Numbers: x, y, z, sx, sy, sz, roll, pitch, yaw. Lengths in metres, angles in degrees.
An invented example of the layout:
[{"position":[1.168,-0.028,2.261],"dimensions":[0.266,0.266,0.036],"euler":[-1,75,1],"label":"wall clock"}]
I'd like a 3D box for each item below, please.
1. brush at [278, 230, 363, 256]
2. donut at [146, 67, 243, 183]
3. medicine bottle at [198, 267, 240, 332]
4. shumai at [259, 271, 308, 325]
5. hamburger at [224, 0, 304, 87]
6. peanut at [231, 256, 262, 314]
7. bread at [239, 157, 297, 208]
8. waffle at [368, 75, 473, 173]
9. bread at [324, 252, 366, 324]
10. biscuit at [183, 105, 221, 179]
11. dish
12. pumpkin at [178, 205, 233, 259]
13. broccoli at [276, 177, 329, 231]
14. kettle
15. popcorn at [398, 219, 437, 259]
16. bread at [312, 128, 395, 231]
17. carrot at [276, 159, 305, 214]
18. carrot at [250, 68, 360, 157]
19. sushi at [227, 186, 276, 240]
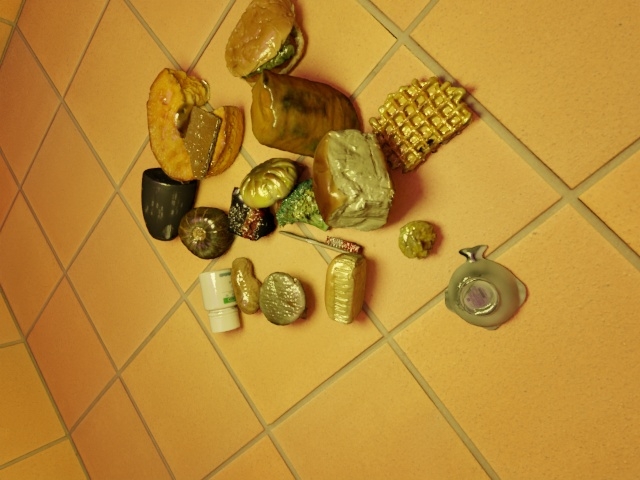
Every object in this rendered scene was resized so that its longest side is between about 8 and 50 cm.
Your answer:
[{"position":[0.000,0.000,1.382],"dimensions":[0.320,0.060,0.050],"euler":[16,89,27],"label":"brush"},{"position":[-0.496,-0.429,1.575],"dimensions":[0.435,0.163,0.378],"euler":[44,114,17],"label":"donut"},{"position":[-0.390,0.233,1.574],"dimensions":[0.139,0.139,0.237],"euler":[-14,87,30],"label":"medicine bottle"},{"position":[-0.114,0.201,1.425],"dimensions":[0.201,0.120,0.202],"euler":[4,99,27],"label":"shumai"},{"position":[-0.170,-0.670,1.369],"dimensions":[0.209,0.162,0.330],"euler":[44,108,21],"label":"hamburger"},{"position":[-0.282,0.171,1.533],"dimensions":[0.108,0.095,0.226],"euler":[-18,76,-9],"label":"peanut"},{"position":[-0.175,-0.200,1.331],"dimensions":[0.213,0.214,0.105],"euler":[-18,129,29],"label":"bread"},{"position":[0.288,-0.336,1.191],"dimensions":[0.309,0.065,0.284],"euler":[11,97,32],"label":"waffle"},{"position":[0.078,0.149,1.284],"dimensions":[0.106,0.140,0.237],"euler":[15,117,26],"label":"bread"},{"position":[-0.436,-0.348,1.445],"dimensions":[0.131,0.026,0.237],"euler":[30,110,22],"label":"biscuit"},{"position":[0.447,0.140,1.127],"dimensions":[0.224,0.078,0.246],"euler":[-15,86,31],"label":"dish"},{"position":[-0.448,-0.034,1.584],"dimensions":[0.218,0.162,0.219],"euler":[4,112,10],"label":"pumpkin"},{"position":[-0.039,-0.104,1.365],"dimensions":[0.194,0.194,0.220],"euler":[34,86,23],"label":"broccoli"},{"position":[-0.646,-0.147,1.679],"dimensions":[0.268,0.207,0.291],"euler":[47,128,49],"label":"kettle"},{"position":[0.285,-0.002,1.193],"dimensions":[0.120,0.106,0.116],"euler":[-36,67,27],"label":"popcorn"},{"position":[0.087,-0.178,1.209],"dimensions":[0.224,0.250,0.279],"euler":[-7,72,-3],"label":"bread"},{"position":[-0.119,-0.182,1.440],"dimensions":[0.061,0.061,0.210],"euler":[34,112,23],"label":"carrot"},{"position":[-0.069,-0.403,1.301],"dimensions":[0.241,0.340,0.242],"euler":[-16,72,57],"label":"carrot"},{"position":[-0.244,-0.081,1.463],"dimensions":[0.150,0.153,0.172],"euler":[26,100,17],"label":"sushi"}]
